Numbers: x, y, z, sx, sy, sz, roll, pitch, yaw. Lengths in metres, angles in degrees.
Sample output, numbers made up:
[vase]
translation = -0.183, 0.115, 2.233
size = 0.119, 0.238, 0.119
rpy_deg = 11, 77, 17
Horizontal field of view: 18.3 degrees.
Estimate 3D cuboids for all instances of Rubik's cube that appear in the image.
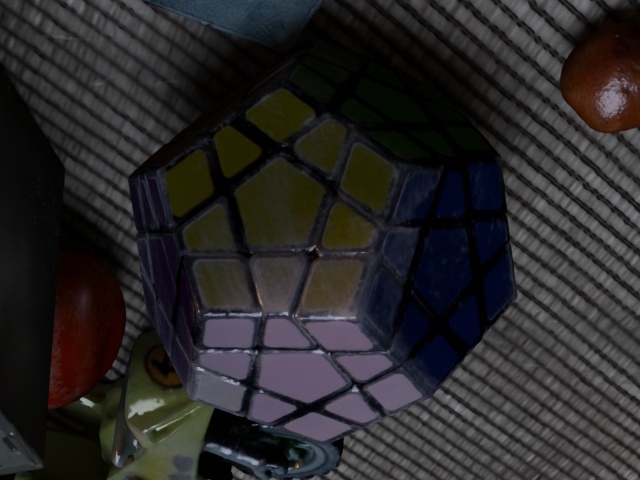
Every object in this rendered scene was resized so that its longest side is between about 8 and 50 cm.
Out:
[Rubik's cube]
translation = 0.000, 0.000, 1.570
size = 0.264, 0.319, 0.319
rpy_deg = 13, 153, 43

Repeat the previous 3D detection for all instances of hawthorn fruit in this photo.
[hawthorn fruit]
translation = 0.232, -0.130, 1.516
size = 0.081, 0.081, 0.093
rpy_deg = 24, 137, -20

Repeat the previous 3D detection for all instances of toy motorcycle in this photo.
[toy motorcycle]
translation = -0.185, 0.205, 1.946
size = 0.410, 0.168, 0.237
rpy_deg = -22, 132, 33

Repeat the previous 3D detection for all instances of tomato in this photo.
[tomato]
translation = -0.266, 0.079, 1.791
size = 0.187, 0.187, 0.151
rpy_deg = -8, 102, 20

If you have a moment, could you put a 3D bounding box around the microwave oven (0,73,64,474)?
[microwave oven]
translation = -0.391, -0.030, 1.517
size = 0.236, 0.374, 0.432
rpy_deg = -12, 142, 13

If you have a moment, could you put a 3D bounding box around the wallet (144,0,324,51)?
[wallet]
translation = -0.020, -0.279, 1.398
size = 0.191, 0.046, 0.379
rpy_deg = 22, 139, -19
